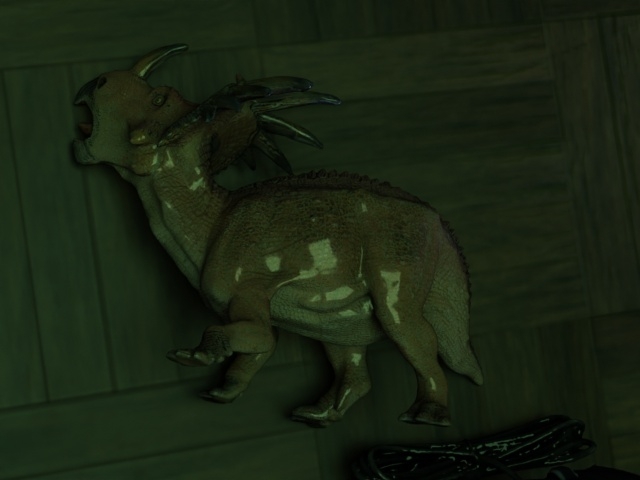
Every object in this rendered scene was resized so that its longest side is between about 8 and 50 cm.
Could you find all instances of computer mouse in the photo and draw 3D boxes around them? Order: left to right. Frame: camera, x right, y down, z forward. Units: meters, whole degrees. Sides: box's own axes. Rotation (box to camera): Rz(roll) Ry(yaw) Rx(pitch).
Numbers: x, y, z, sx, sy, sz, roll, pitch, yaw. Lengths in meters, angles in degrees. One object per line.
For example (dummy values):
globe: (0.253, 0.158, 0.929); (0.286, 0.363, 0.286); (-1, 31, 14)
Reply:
computer mouse: (0.114, 0.159, 0.889); (0.184, 0.262, 0.060); (-10, 112, -13)

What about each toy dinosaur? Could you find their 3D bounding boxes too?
toy dinosaur: (0.000, 0.000, 0.937); (0.296, 0.127, 0.200); (16, 73, -22)
